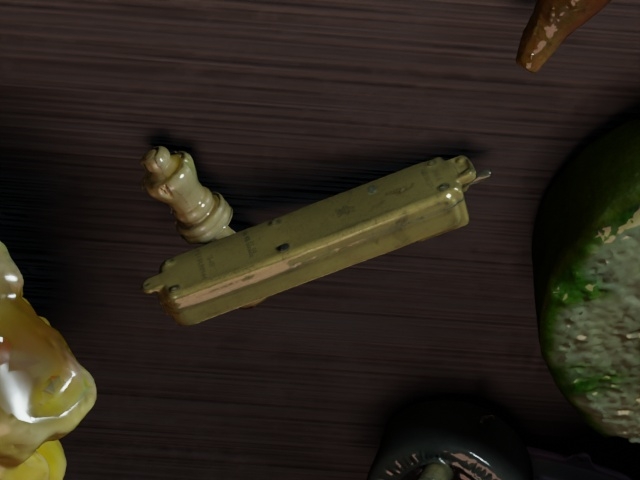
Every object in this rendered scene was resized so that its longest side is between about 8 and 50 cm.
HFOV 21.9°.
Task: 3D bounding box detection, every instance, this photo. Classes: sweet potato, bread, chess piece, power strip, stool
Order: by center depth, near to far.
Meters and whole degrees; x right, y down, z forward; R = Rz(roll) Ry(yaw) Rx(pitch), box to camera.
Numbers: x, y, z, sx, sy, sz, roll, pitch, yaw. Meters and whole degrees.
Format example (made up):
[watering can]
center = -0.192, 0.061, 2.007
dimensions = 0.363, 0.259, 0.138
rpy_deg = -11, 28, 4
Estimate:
[sweet potato]
center = 0.239, -0.244, 1.178
dimensions = 0.072, 0.066, 0.314
rpy_deg = 20, 128, -25
[power strip]
center = 0.000, 0.000, 1.374
dimensions = 0.305, 0.064, 0.044
rpy_deg = -21, 123, 0
[bread]
center = 0.361, 0.042, 1.395
dimensions = 0.366, 0.129, 0.382
rpy_deg = 19, 132, -15
[chess piece]
center = -0.098, -0.016, 1.413
dimensions = 0.060, 0.060, 0.172
rpy_deg = -23, 126, 22
[stool]
center = 0.120, 0.267, 1.587
dimensions = 0.153, 0.139, 0.228
rpy_deg = 5, 120, 14

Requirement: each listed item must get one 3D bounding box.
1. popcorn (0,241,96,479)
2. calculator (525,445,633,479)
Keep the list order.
[popcorn]
center = -0.396, 0.123, 1.359
dimensions = 0.390, 0.344, 0.354
rpy_deg = 32, 158, 14
[calculator]
center = 0.208, 0.311, 1.719
dimensions = 0.194, 0.043, 0.294
rpy_deg = 18, 128, -12
